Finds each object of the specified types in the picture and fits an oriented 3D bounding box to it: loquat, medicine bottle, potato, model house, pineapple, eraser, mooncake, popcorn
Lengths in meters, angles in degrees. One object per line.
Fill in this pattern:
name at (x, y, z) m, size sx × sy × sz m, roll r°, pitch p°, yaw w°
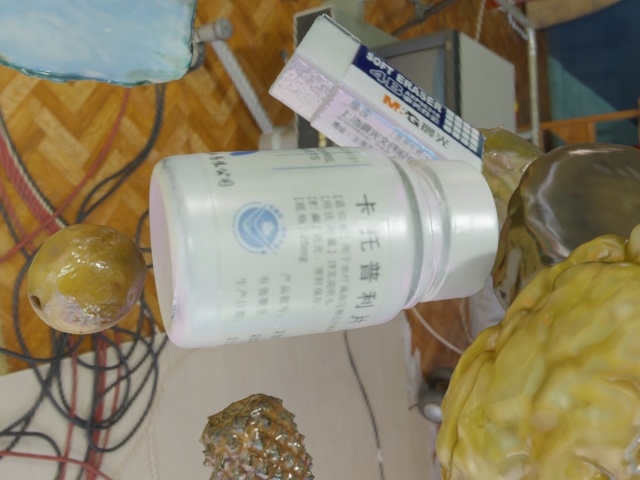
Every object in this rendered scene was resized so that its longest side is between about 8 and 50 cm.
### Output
loquat at (-0.461, 0.078, 1.457) m, size 0.238 × 0.193 × 0.238 m, roll -23°, pitch 117°, yaw -54°
medicine bottle at (0.000, 0.000, 0.669) m, size 0.293 × 0.170 × 0.170 m, roll -4°, pitch 91°, yaw -20°
potato at (0.360, -0.103, 1.325) m, size 0.192 × 0.296 × 0.141 m, roll -13°, pitch 142°, yaw -47°
model house at (-0.258, -0.335, 0.801) m, size 0.262 × 0.226 × 0.241 m, roll 6°, pitch 53°, yaw -13°
pineapple at (-0.064, 0.426, 1.176) m, size 0.175 × 0.175 × 0.361 m, roll -31°, pitch 98°, yaw -51°
eraser at (0.082, -0.164, 0.971) m, size 0.287 × 0.086 × 0.130 m, roll 35°, pitch 42°, yaw -10°
mooncake at (0.357, 0.025, 0.907) m, size 0.290 × 0.291 × 0.161 m, roll -57°, pitch 165°, yaw -40°
popcorn at (0.299, 0.159, 0.598) m, size 0.344 × 0.390 × 0.353 m, roll 13°, pitch 95°, yaw -34°
